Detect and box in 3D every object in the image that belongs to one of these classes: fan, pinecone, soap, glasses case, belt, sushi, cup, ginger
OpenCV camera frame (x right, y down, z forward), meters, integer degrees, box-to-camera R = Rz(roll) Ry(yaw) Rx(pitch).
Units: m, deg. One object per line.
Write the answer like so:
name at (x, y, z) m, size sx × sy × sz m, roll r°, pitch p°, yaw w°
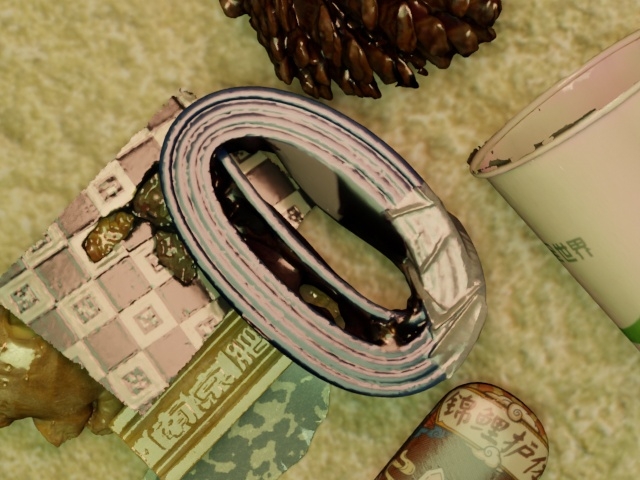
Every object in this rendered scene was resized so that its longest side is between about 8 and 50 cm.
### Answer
fan at (-0.079, 0.187, 1.773) m, size 0.240 × 0.009 × 0.131 m, roll -40°, pitch 91°, yaw 11°
pinecone at (0.041, -0.237, 1.591) m, size 0.272 × 0.224 × 0.224 m, roll -4°, pitch 97°, yaw 5°
soap at (-0.092, 0.124, 1.736) m, size 0.092 × 0.037 × 0.252 m, roll 44°, pitch 94°, yaw 4°
glasses case at (0.096, 0.279, 1.722) m, size 0.122 × 0.082 × 0.321 m, roll 39°, pitch 102°, yaw 4°
belt at (0.000, 0.000, 1.658) m, size 0.347 × 0.117 × 0.212 m, roll 43°, pitch 84°, yaw 1°
sushi at (-0.160, 0.007, 1.721) m, size 0.192 × 0.043 × 0.279 m, roll 39°, pitch 81°, yaw 0°
cup at (0.306, -0.034, 1.573) m, size 0.253 × 0.253 × 0.274 m, roll -34°, pitch 98°, yaw 12°
ginger at (-0.293, 0.126, 1.748) m, size 0.216 × 0.102 × 0.157 m, roll 3°, pitch 127°, yaw -8°
